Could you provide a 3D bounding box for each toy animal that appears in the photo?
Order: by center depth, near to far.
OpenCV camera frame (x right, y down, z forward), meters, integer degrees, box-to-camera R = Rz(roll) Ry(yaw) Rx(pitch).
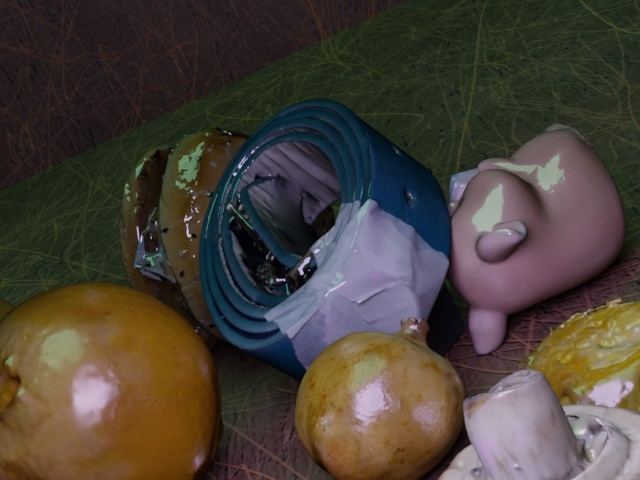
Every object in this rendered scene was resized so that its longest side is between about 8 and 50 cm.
[{"bbox_3d":[0.250,-0.025,1.820,0.256,0.195,0.213,-23,47,-24],"label":"toy animal"}]

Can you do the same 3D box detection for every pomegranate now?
[{"bbox_3d":[0.068,0.172,1.596,0.196,0.196,0.196,-23,19,9],"label":"pomegranate"}]

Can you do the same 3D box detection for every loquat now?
[{"bbox_3d":[-0.266,0.207,1.735,0.328,0.328,0.328,-23,19,9],"label":"loquat"}]

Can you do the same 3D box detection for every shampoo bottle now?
[{"bbox_3d":[0.062,0.111,1.907,0.246,0.079,0.080,-8,26,43],"label":"shampoo bottle"}]

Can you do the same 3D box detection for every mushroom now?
[{"bbox_3d":[0.199,0.212,1.235,0.254,0.234,0.260,-21,21,3],"label":"mushroom"}]

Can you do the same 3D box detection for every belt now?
[{"bbox_3d":[-0.001,-0.001,1.831,0.300,0.173,0.436,-50,33,13],"label":"belt"}]

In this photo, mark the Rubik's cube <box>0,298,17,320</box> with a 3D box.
[{"bbox_3d":[-0.603,0.221,2.433,0.254,0.254,0.254,-23,19,9],"label":"Rubik's cube"}]

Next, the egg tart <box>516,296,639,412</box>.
[{"bbox_3d":[0.297,0.143,1.472,0.295,0.116,0.295,-22,20,8],"label":"egg tart"}]

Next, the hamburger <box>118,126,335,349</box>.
[{"bbox_3d":[-0.139,0.014,2.114,0.195,0.318,0.276,-6,61,42],"label":"hamburger"}]
